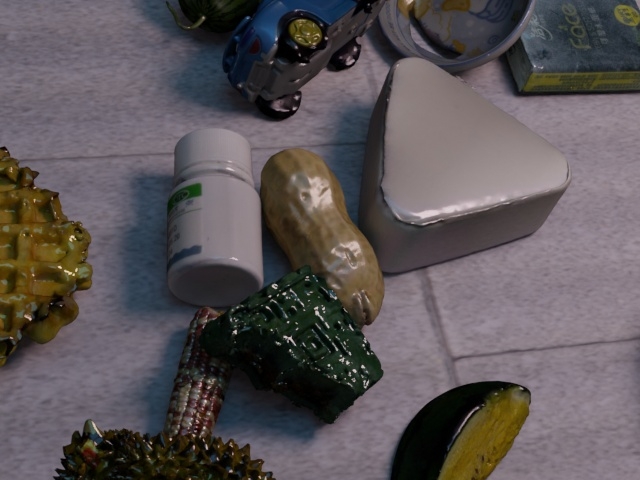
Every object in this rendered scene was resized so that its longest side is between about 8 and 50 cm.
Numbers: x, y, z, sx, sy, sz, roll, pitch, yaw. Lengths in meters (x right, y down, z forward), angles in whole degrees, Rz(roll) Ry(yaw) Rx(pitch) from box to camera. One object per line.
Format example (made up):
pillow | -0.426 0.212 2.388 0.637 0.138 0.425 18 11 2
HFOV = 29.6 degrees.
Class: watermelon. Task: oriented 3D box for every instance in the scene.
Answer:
watermelon | -0.171 -0.395 1.956 0.141 0.140 0.187 26 61 4
watermelon | 0.190 0.283 1.651 0.301 0.123 0.129 -46 109 -33

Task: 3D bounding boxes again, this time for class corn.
corn | -0.164 0.197 1.617 0.080 0.079 0.237 18 58 -2

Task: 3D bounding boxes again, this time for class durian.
durian | -0.187 0.340 1.430 0.293 0.258 0.258 12 56 -3

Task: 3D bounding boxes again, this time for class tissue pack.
tissue pack | 0.446 -0.346 2.108 0.257 0.081 0.185 -3 59 -17

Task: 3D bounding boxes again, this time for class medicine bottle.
medicine bottle | -0.153 -0.035 1.728 0.139 0.139 0.236 2 58 -12

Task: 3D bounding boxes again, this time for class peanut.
peanut | 0.000 0.000 1.751 0.130 0.130 0.290 -18 69 -23

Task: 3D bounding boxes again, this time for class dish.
dish | 0.242 -0.396 2.065 0.273 0.134 0.273 -6 71 18

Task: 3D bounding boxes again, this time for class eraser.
eraser | 0.172 -0.088 1.837 0.331 0.150 0.331 8 55 -11

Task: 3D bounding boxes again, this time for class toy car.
toy car | -0.023 -0.344 1.915 0.166 0.198 0.314 44 60 7

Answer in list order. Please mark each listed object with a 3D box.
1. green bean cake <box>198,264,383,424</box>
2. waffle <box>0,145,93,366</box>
green bean cake | -0.031 0.153 1.612 0.208 0.107 0.193 55 40 4
waffle | -0.510 0.026 1.632 0.382 0.095 0.380 42 57 17
